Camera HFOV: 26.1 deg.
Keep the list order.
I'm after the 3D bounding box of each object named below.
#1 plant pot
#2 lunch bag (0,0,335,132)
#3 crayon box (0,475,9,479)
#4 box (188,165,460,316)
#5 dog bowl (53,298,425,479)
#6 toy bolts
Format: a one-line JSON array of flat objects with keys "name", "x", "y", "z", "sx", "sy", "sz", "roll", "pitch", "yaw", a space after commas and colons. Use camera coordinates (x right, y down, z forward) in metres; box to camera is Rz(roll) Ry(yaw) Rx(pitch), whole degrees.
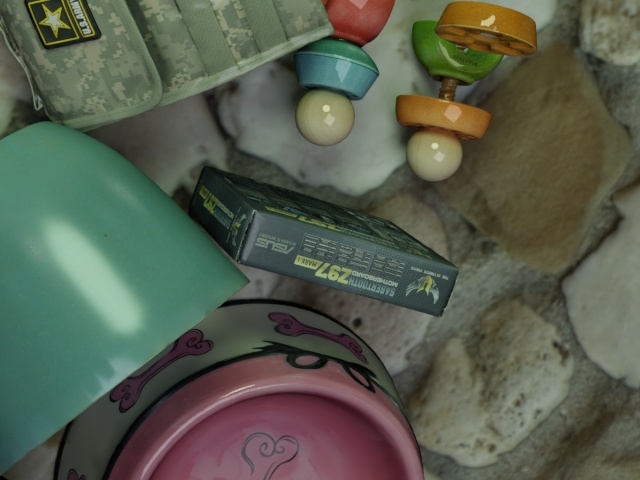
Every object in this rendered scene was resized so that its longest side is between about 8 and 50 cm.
[{"name": "plant pot", "x": -0.251, "y": 0.036, "z": 1.266, "sx": 0.293, "sy": 0.293, "sz": 0.235, "roll": -38, "pitch": 90, "yaw": -6}, {"name": "lunch bag", "x": -0.169, "y": -0.250, "z": 1.271, "sx": 0.287, "sy": 0.169, "sz": 0.235, "roll": -24, "pitch": 116, "yaw": -4}, {"name": "crayon box", "x": -0.441, "y": 0.339, "z": 1.237, "sx": 0.313, "sy": 0.106, "sz": 0.363, "roll": 31, "pitch": 82, "yaw": -5}, {"name": "box", "x": 0.000, "y": 0.000, "z": 1.395, "sx": 0.233, "sy": 0.183, "sz": 0.059, "roll": 15, "pitch": 100, "yaw": -24}, {"name": "dog bowl", "x": -0.069, "y": 0.277, "z": 1.471, "sx": 0.408, "sy": 0.150, "sz": 0.408, "roll": -6, "pitch": 108, "yaw": -19}, {"name": "toy bolts", "x": 0.087, "y": -0.153, "z": 1.372, "sx": 0.228, "sy": 0.218, "sz": 0.158, "roll": 14, "pitch": 87, "yaw": -16}]
